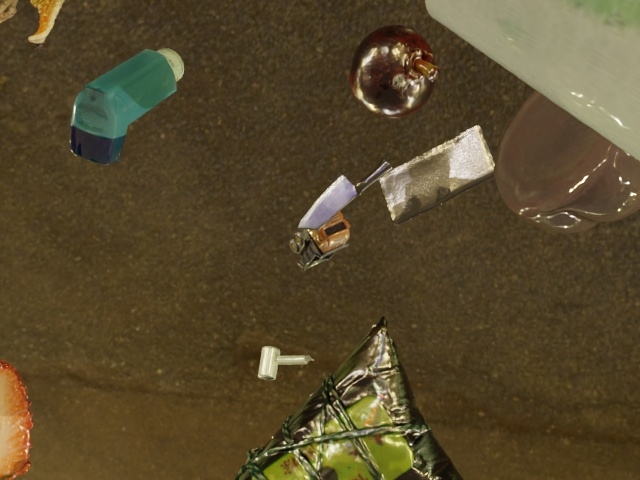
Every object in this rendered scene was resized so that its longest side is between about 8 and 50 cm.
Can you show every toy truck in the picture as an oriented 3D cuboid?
[{"bbox_3d":[0.000,0.000,1.630,0.092,0.083,0.192,59,152,14],"label":"toy truck"}]

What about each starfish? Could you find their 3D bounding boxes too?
[{"bbox_3d":[-0.406,-0.428,1.198,0.384,0.398,0.132,37,149,50],"label":"starfish"}]

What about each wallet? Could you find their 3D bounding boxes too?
[{"bbox_3d":[0.241,-0.131,1.472,0.244,0.124,0.025,-27,152,23],"label":"wallet"}]

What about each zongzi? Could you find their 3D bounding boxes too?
[{"bbox_3d":[0.073,0.371,1.017,0.383,0.319,0.362,-44,73,8],"label":"zongzi"}]

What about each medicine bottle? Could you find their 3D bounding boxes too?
[{"bbox_3d":[-0.314,-0.233,1.177,0.079,0.258,0.124,19,130,11],"label":"medicine bottle"}]

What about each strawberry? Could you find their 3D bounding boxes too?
[{"bbox_3d":[-0.611,0.338,1.271,0.188,0.286,0.106,11,-174,-44],"label":"strawberry"}]

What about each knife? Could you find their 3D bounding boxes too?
[{"bbox_3d":[0.043,-0.093,1.412,0.060,0.230,0.028,47,168,10],"label":"knife"}]

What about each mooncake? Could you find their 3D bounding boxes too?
[{"bbox_3d":[0.369,-0.127,1.019,0.133,0.245,0.245,20,139,-30],"label":"mooncake"}]

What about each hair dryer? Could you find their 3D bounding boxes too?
[{"bbox_3d":[-0.066,0.244,1.424,0.124,0.063,0.038,-6,152,28],"label":"hair dryer"}]

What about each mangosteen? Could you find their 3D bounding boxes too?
[{"bbox_3d":[0.202,-0.424,1.786,0.235,0.235,0.261,51,157,-27],"label":"mangosteen"}]

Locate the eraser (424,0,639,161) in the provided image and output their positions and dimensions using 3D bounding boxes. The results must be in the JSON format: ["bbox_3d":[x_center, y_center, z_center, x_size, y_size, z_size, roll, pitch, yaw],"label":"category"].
[{"bbox_3d":[0.155,-0.117,0.298,0.227,0.081,0.174,45,151,27],"label":"eraser"}]
